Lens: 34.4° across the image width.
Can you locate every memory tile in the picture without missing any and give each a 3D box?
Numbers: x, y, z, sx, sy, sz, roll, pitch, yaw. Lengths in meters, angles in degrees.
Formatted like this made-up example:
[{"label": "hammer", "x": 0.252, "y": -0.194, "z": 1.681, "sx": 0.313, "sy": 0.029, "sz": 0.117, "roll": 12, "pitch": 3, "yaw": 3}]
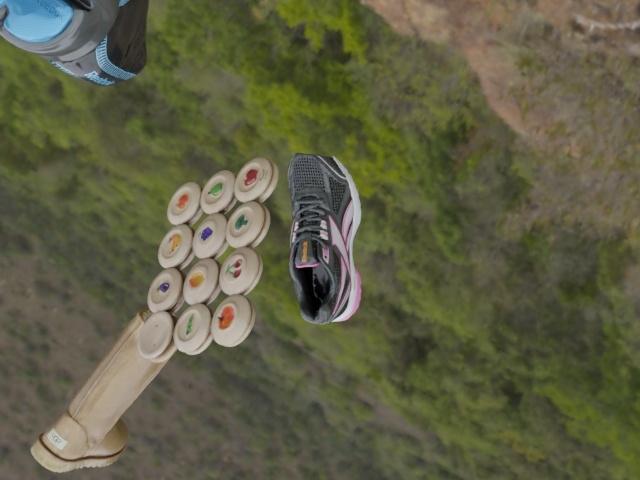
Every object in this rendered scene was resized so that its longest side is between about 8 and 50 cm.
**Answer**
[{"label": "memory tile", "x": -0.083, "y": 0.013, "z": 0.752, "sx": 0.113, "sy": 0.148, "sz": 0.012, "roll": -15, "pitch": 147, "yaw": 38}]

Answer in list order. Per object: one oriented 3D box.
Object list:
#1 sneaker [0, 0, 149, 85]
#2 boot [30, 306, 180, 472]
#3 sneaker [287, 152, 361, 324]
[{"label": "sneaker", "x": -0.198, "y": -0.288, "z": 0.830, "sx": 0.125, "sy": 0.340, "sz": 0.139, "roll": -4, "pitch": 166, "yaw": 15}, {"label": "boot", "x": -0.288, "y": 0.221, "z": 1.557, "sx": 0.089, "sy": 0.269, "sz": 0.236, "roll": 40, "pitch": -171, "yaw": 9}, {"label": "sneaker", "x": 0.000, "y": 0.000, "z": 1.021, "sx": 0.072, "sy": 0.077, "sz": 0.178, "roll": -9, "pitch": 96, "yaw": 24}]
